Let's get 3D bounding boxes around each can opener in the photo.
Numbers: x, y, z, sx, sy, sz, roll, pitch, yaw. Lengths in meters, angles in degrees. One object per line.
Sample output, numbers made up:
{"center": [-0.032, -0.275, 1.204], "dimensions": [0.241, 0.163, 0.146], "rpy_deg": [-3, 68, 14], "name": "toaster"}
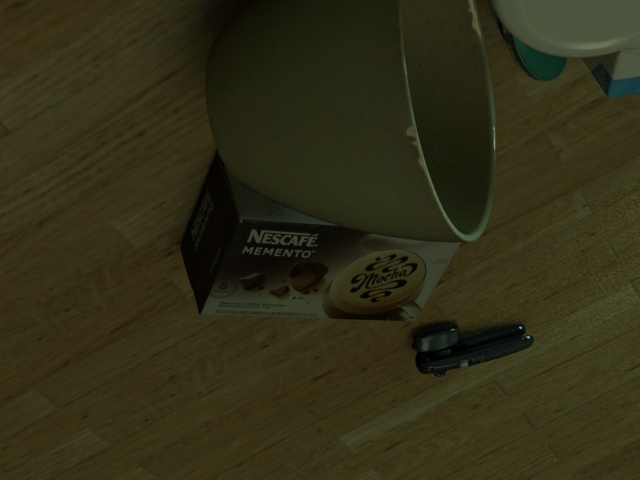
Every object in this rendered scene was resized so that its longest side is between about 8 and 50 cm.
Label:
{"center": [0.221, 0.156, 1.897], "dimensions": [0.186, 0.059, 0.073], "rpy_deg": [-6, 136, -15], "name": "can opener"}

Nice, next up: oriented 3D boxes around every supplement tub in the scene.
{"center": [0.229, -0.319, 1.211], "dimensions": [0.191, 0.272, 0.191], "rpy_deg": [-4, 139, -3], "name": "supplement tub"}

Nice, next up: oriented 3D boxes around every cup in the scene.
{"center": [0.023, -0.151, 1.337], "dimensions": [0.237, 0.331, 0.331], "rpy_deg": [-6, 143, 20], "name": "cup"}

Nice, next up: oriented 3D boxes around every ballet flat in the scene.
{"center": [0.208, -0.266, 1.425], "dimensions": [0.077, 0.079, 0.221], "rpy_deg": [-40, 136, -2], "name": "ballet flat"}

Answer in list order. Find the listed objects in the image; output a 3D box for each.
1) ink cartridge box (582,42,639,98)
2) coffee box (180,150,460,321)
{"center": [0.362, -0.250, 1.492], "dimensions": [0.090, 0.092, 0.143], "rpy_deg": [-9, 138, -13], "name": "ink cartridge box"}
{"center": [0.000, 0.000, 1.597], "dimensions": [0.297, 0.119, 0.168], "rpy_deg": [4, 134, -25], "name": "coffee box"}
